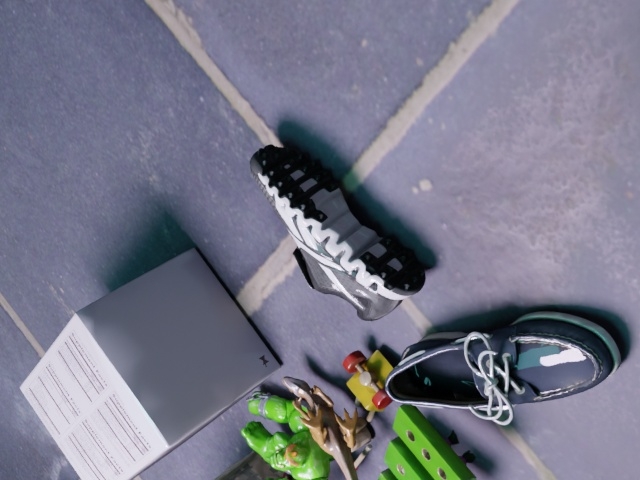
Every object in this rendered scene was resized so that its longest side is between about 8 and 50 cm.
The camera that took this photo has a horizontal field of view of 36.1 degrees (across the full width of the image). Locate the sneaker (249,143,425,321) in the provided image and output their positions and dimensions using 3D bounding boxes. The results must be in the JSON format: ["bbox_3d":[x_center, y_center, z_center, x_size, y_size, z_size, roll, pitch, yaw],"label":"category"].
[{"bbox_3d":[0.000,0.000,1.052,0.234,0.078,0.106,44,135,13],"label":"sneaker"}]

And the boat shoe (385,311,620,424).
[{"bbox_3d":[0.168,0.126,0.964,0.255,0.079,0.095,-7,108,46],"label":"boat shoe"}]

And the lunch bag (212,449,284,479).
[{"bbox_3d":[-0.148,0.456,1.324,0.169,0.287,0.235,36,136,23],"label":"lunch bag"}]

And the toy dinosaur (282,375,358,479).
[{"bbox_3d":[0.021,0.236,1.145,0.112,0.064,0.211,80,165,-62],"label":"toy dinosaur"}]

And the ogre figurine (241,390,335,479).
[{"bbox_3d":[-0.037,0.278,1.244,0.097,0.197,0.118,32,137,-33],"label":"ogre figurine"}]

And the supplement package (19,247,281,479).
[{"bbox_3d":[-0.230,0.181,1.298,0.198,0.199,0.263,54,139,6],"label":"supplement package"}]

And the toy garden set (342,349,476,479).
[{"bbox_3d":[0.093,0.254,1.133,0.204,0.049,0.244,49,148,31],"label":"toy garden set"}]
